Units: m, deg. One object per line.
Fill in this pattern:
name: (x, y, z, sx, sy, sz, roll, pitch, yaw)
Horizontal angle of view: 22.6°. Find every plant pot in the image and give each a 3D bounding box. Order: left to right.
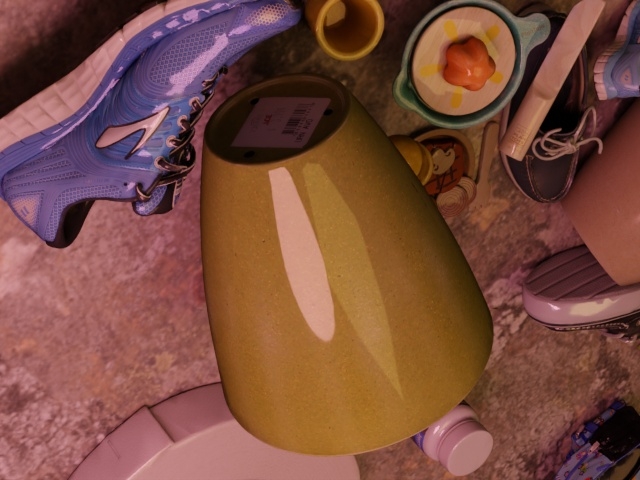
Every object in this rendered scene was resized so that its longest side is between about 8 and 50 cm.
plant pot: (0.000, 0.000, 1.488, 0.275, 0.275, 0.293, -30, 129, -15)
plant pot: (0.422, -0.074, 1.830, 0.274, 0.256, 0.256, -36, 138, 13)

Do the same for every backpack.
backpack: (0.384, 0.322, 2.156, 0.173, 0.117, 0.158, -38, 136, -8)

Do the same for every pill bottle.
pill bottle: (0.137, 0.209, 1.876, 0.078, 0.137, 0.078, -19, 130, -24)

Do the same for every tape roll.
tape roll: (-0.132, 0.333, 1.818, 0.392, 0.072, 0.392, -20, 131, -24)

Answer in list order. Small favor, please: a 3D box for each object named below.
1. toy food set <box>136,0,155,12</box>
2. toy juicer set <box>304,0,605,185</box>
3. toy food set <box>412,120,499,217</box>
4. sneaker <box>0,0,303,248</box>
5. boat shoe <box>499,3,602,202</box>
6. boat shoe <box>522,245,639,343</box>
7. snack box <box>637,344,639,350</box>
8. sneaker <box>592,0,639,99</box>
toy food set: (-0.069, -0.253, 1.410, 0.111, 0.104, 0.232, 15, 111, -42)
toy juicer set: (0.134, -0.142, 1.588, 0.329, 0.089, 0.209, 0, 112, -22)
toy food set: (0.121, -0.059, 1.739, 0.192, 0.038, 0.132, -14, 128, -29)
sneaker: (-0.138, -0.106, 1.365, 0.330, 0.147, 0.130, -34, 179, 23)
boat shoe: (0.256, -0.137, 1.754, 0.095, 0.079, 0.254, -21, 131, -23)
boat shoe: (0.384, 0.071, 1.969, 0.335, 0.121, 0.119, -13, 123, -32)
snack box: (0.503, 0.123, 2.110, 0.141, 0.100, 0.037, -48, 136, 4)
sneaker: (0.362, -0.210, 1.760, 0.162, 0.073, 0.063, -58, 143, -27)
